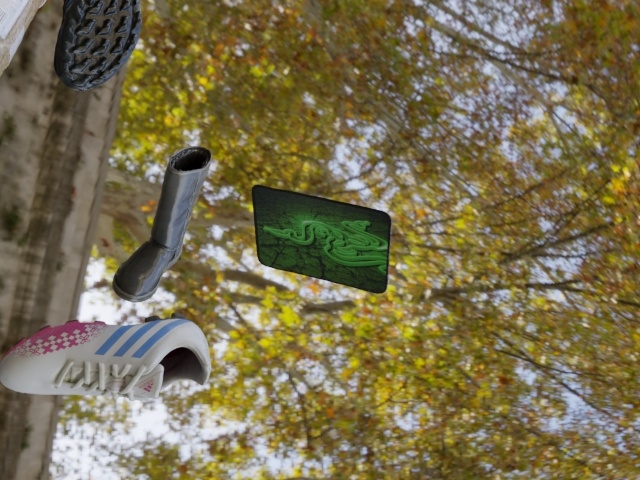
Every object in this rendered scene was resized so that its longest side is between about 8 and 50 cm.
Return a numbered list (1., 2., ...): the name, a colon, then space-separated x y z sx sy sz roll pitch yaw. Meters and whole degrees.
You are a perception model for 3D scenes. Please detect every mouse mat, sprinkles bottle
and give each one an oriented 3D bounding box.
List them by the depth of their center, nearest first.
1. mouse mat: 0.000 0.000 1.125 0.189 0.153 0.007 12 -134 13
2. sprinkles bottle: -0.555 -0.372 1.438 0.121 0.121 0.355 -23 -142 24

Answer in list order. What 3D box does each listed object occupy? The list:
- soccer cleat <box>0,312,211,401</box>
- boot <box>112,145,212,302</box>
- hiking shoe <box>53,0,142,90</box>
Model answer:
1. soccer cleat: -0.330 0.198 1.351 0.143 0.331 0.116 54 -38 43
2. boot: -0.240 -0.026 1.318 0.076 0.190 0.208 29 -53 -4
3. hiking shoe: -0.340 -0.354 1.302 0.132 0.113 0.304 -12 -121 49
